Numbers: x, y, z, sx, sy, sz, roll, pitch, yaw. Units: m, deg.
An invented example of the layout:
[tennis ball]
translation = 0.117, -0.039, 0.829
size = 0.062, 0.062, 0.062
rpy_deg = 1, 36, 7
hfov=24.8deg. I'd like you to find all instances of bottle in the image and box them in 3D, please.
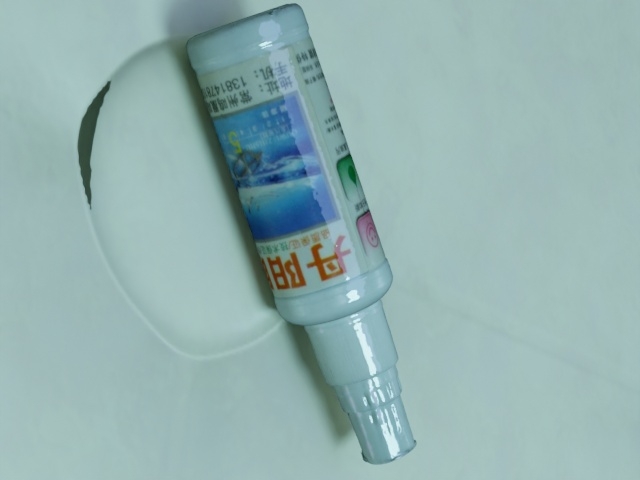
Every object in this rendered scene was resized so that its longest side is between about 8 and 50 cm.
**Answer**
[bottle]
translation = 0.000, 0.000, 0.678
size = 0.060, 0.060, 0.217
rpy_deg = -30, 103, -47
